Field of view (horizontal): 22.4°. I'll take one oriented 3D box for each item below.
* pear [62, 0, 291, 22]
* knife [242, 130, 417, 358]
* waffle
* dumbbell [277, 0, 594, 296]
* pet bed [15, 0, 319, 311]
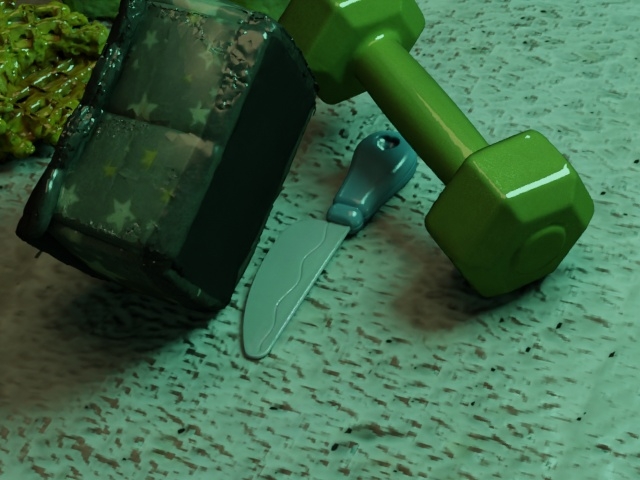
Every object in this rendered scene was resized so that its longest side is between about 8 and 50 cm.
[{"bbox_3d":[-0.097,-0.323,1.513,0.292,0.159,0.292,-5,38,4],"label":"pear"},{"bbox_3d":[-0.002,-0.001,1.229,0.058,0.032,0.244,22,54,24],"label":"knife"},{"bbox_3d":[-0.274,-0.144,1.403,0.197,0.070,0.193,1,41,12],"label":"waffle"},{"bbox_3d":[0.079,-0.092,1.211,0.108,0.121,0.302,-39,56,4],"label":"dumbbell"},{"bbox_3d":[-0.118,-0.071,1.166,0.159,0.183,0.211,20,83,16],"label":"pet bed"}]
